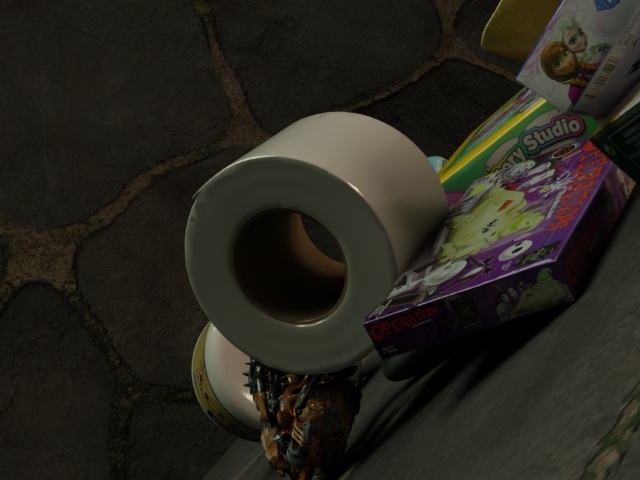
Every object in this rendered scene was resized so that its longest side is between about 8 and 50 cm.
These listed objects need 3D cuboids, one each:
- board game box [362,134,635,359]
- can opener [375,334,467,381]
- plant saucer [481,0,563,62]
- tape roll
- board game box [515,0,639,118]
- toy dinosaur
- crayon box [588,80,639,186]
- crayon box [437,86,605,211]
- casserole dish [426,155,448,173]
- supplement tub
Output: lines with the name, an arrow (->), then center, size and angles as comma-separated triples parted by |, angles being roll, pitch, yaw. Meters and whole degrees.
board game box -> 0.195, -0.009, 1.348 | 0.208, 0.056, 0.347 | -16, 17, 31
can opener -> 0.155, 0.081, 1.550 | 0.093, 0.074, 0.280 | -5, -25, -34
plant saucer -> 0.337, -0.298, 1.381 | 0.333, 0.081, 0.332 | 2, -57, -59
tape roll -> 0.000, 0.000, 1.464 | 0.246, 0.246, 0.169 | -47, -4, 32
board game box -> 0.345, -0.257, 1.272 | 0.318, 0.066, 0.318 | -1, -54, -60
toy dinosaur -> -0.028, 0.202, 1.607 | 0.322, 0.164, 0.218 | -37, 49, 50
crayon box -> 0.387, -0.195, 1.162 | 0.323, 0.083, 0.203 | -48, -1, -10
crayon box -> 0.324, -0.165, 1.831 | 0.363, 0.106, 0.313 | -39, 5, 30
casserole dish -> 0.201, -0.050, 1.956 | 0.037, 0.188, 0.114 | -28, 40, 29
supplement tub -> -0.079, 0.197, 2.176 | 0.241, 0.241, 0.331 | -47, 0, -16
